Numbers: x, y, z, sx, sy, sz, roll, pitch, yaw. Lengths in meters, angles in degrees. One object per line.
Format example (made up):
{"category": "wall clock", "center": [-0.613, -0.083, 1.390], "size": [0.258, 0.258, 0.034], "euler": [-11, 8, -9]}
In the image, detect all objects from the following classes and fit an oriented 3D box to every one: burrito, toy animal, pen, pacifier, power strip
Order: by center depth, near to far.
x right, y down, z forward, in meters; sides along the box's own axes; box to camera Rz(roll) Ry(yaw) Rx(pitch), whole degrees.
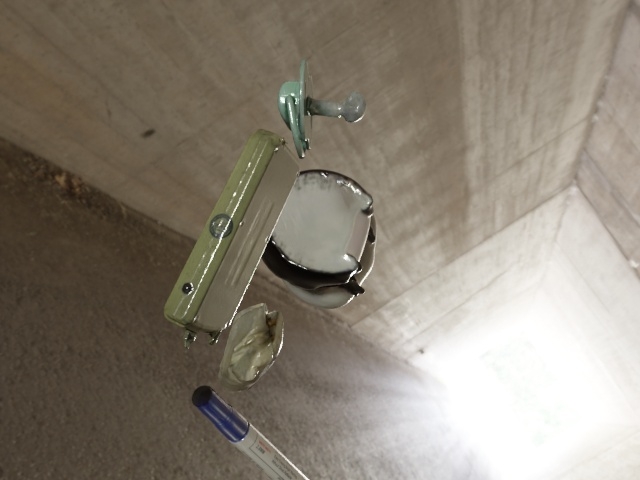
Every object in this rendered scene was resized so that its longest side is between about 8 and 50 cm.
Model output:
{"category": "power strip", "center": [-0.066, 0.002, 0.467], "size": [0.028, 0.169, 0.076], "euler": [24, -6, 16]}
{"category": "pen", "center": [-0.054, 0.186, 0.552], "size": [0.204, 0.025, 0.025], "euler": [59, 2, -40]}
{"category": "burrito", "center": [-0.087, 0.137, 0.732], "size": [0.059, 0.082, 0.275], "euler": [26, -21, -2]}
{"category": "pacifier", "center": [0.003, -0.172, 0.834], "size": [0.150, 0.116, 0.127], "euler": [75, 18, -82]}
{"category": "toy animal", "center": [0.000, 0.000, 1.238], "size": [0.251, 0.250, 0.310], "euler": [58, -9, 16]}
